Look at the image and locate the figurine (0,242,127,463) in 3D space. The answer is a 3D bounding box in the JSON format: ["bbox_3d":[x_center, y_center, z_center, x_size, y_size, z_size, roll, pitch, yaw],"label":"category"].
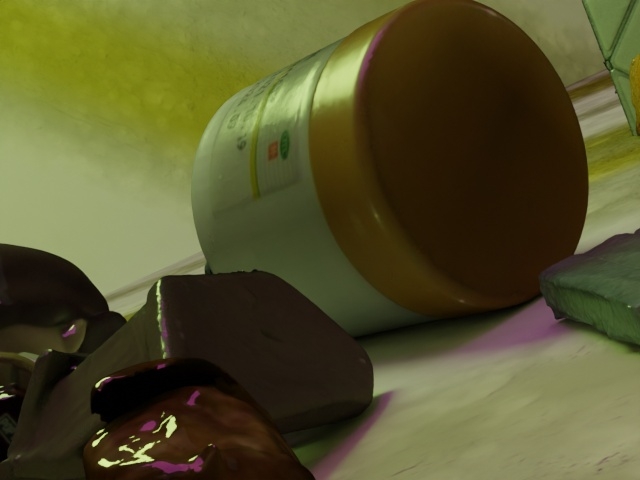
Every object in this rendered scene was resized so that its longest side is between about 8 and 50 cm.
[{"bbox_3d":[-0.277,0.137,1.226,0.218,0.206,0.365,-44,30,3],"label":"figurine"}]

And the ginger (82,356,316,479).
[{"bbox_3d":[-0.047,0.127,0.356,0.107,0.133,0.309,-33,8,11],"label":"ginger"}]

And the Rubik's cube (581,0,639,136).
[{"bbox_3d":[0.478,-0.274,1.754,0.207,0.205,0.205,-19,6,23],"label":"Rubik's cube"}]

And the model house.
[{"bbox_3d":[-0.092,0.103,0.860,0.188,0.122,0.229,-34,-14,25],"label":"model house"}]

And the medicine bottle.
[{"bbox_3d":[0.051,-0.048,1.077,0.238,0.238,0.232,-27,7,-40],"label":"medicine bottle"}]

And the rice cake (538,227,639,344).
[{"bbox_3d":[0.209,0.022,0.808,0.124,0.038,0.211,-23,5,-9],"label":"rice cake"}]

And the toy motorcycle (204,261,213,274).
[{"bbox_3d":[0.000,0.000,1.508,0.263,0.091,0.157,-21,-19,8],"label":"toy motorcycle"}]

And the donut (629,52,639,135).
[{"bbox_3d":[0.459,-0.185,1.509,0.253,0.118,0.253,-15,-8,-2],"label":"donut"}]
